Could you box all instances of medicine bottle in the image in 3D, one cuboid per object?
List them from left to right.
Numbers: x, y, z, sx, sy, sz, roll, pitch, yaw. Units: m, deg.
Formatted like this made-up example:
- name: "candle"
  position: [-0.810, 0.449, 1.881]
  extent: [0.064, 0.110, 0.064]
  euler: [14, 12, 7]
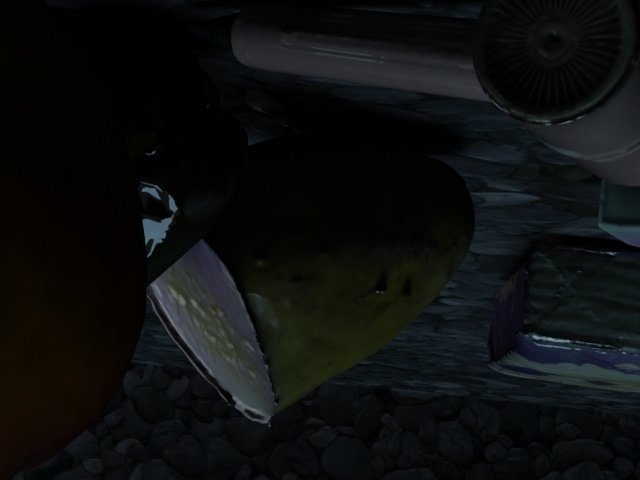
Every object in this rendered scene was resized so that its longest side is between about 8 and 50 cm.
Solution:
- name: "medicine bottle"
  position: [0.297, -0.022, 1.719]
  extent: [0.074, 0.055, 0.118]
  euler: [-1, 167, 31]

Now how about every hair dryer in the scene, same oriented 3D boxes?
- name: "hair dryer"
  position: [0.070, -0.119, 1.266]
  extent: [0.344, 0.107, 0.189]
  euler: [11, 175, 28]

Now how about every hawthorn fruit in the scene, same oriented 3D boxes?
- name: "hawthorn fruit"
  position: [-0.338, -0.020, 1.108]
  extent: [0.471, 0.472, 0.472]
  euler: [6, 170, 1]

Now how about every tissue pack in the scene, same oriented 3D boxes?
- name: "tissue pack"
  position: [0.317, 0.093, 2.155]
  extent: [0.242, 0.125, 0.344]
  euler: [6, 170, -1]

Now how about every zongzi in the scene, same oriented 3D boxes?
- name: "zongzi"
  position: [-0.296, -0.093, 1.463]
  extent: [0.403, 0.432, 0.208]
  euler: [-40, -177, 40]

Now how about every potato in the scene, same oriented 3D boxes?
- name: "potato"
  position: [0.000, 0.000, 1.620]
  extent: [0.266, 0.229, 0.229]
  euler: [-31, -172, -26]
